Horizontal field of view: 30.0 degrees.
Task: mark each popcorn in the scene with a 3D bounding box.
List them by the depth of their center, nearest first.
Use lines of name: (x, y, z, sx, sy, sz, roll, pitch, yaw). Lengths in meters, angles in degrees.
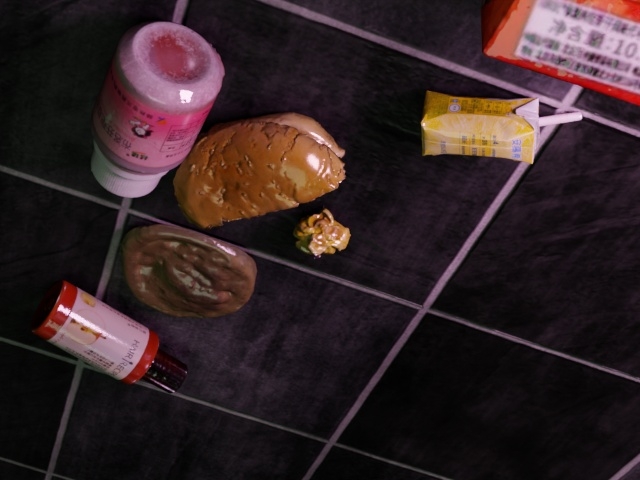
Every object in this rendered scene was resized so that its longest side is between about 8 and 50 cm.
popcorn: (0.000, 0.000, 1.758, 0.084, 0.084, 0.084, 8, 142, 6)

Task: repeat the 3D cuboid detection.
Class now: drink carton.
drink carton: (0.230, -0.142, 1.522, 0.199, 0.075, 0.084, 5, 141, 12)

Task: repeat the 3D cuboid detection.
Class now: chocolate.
chocolate: (0.293, -0.253, 1.246, 0.237, 0.235, 0.108, 18, 131, -7)

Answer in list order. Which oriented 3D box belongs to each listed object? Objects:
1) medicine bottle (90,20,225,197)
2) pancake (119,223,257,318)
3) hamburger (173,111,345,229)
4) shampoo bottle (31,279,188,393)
medicine bottle: (-0.226, -0.165, 1.567, 0.147, 0.147, 0.247, 22, 140, -11)
pancake: (-0.220, 0.054, 1.910, 0.241, 0.050, 0.242, 7, 141, 6)
hamburger: (-0.094, -0.102, 1.621, 0.262, 0.124, 0.131, -11, 135, 26)
shampoo bottle: (-0.354, 0.178, 2.057, 0.278, 0.104, 0.104, 33, 137, -24)
